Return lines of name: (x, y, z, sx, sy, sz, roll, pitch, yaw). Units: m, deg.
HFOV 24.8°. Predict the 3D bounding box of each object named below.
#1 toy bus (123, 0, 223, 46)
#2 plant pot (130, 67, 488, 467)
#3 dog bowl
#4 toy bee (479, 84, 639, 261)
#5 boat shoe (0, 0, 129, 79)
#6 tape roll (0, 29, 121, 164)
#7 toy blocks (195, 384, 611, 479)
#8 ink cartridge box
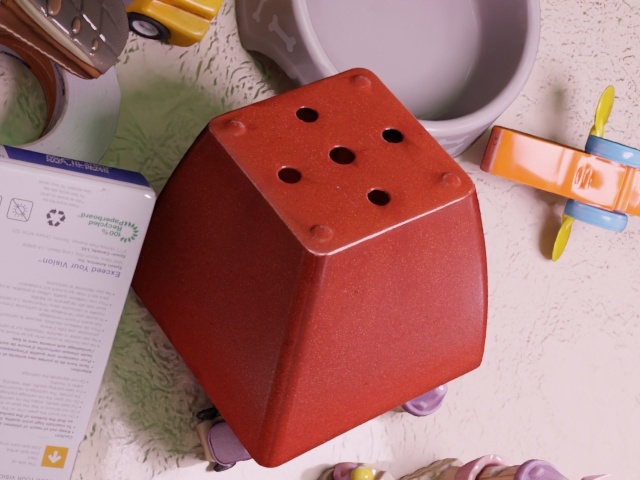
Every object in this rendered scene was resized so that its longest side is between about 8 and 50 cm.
toy bus: (-0.237, -0.315, 1.413, 0.332, 0.130, 0.108, 27, 70, -19)
plant pot: (0.000, 0.000, 1.353, 0.267, 0.236, 0.267, -23, 57, -27)
dog bowl: (0.087, -0.251, 1.577, 0.349, 0.102, 0.349, 5, 79, -25)
toy bee: (0.322, -0.055, 1.650, 0.298, 0.162, 0.195, 38, 98, -2)
boat shoe: (-0.312, -0.267, 1.299, 0.324, 0.120, 0.122, 45, 42, -24)
tape roll: (-0.304, -0.136, 1.381, 0.219, 0.072, 0.219, 5, 79, -26)
toy blocks: (0.087, 0.260, 1.393, 0.288, 0.260, 0.309, -19, 90, -27)
ink cartridge box: (-0.346, 0.068, 1.290, 0.324, 0.071, 0.330, 12, 108, -25)
